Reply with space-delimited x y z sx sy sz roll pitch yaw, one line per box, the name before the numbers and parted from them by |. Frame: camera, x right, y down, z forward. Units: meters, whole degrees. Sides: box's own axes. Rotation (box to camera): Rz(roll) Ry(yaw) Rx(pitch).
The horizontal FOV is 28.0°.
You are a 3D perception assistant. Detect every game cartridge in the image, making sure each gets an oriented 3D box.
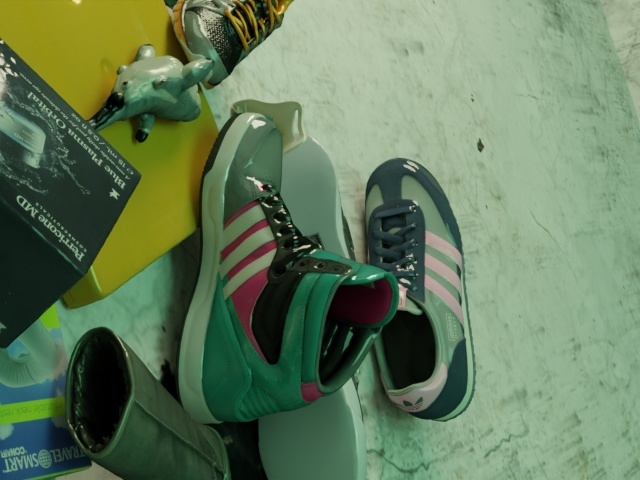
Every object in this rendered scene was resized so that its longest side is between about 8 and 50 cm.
game cartridge | -0.201 -0.138 1.101 0.324 0.052 0.285 68 27 -11

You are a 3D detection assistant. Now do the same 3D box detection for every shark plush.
shark plush | -0.142 -0.114 1.086 0.161 0.073 0.067 -56 155 -63

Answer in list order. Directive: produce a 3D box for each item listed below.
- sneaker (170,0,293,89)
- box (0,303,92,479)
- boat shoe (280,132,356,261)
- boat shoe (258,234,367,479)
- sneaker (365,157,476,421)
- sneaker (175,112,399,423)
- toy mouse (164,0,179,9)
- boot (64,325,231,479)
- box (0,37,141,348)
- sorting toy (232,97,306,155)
sneaker | -0.080 -0.219 1.247 0.215 0.083 0.084 -71 141 -55
box | -0.223 0.105 0.902 0.109 0.042 0.178 1 72 -61
boat shoe | 0.000 0.000 1.355 0.076 0.080 0.228 72 -2 -72
boat shoe | -0.007 0.128 1.230 0.102 0.108 0.301 16 52 -56
sneaker | 0.102 0.045 1.465 0.131 0.112 0.319 19 55 -60
sneaker | -0.018 0.018 1.130 0.124 0.178 0.295 48 44 -61
toy mouse | -0.144 -0.273 1.302 0.143 0.031 0.161 46 35 -39
boot | -0.116 0.184 0.958 0.208 0.076 0.190 69 2 -60
box | -0.223 -0.039 0.882 0.156 0.093 0.158 45 25 -16
sorting toy | -0.049 -0.110 1.326 0.045 0.075 0.083 31 47 -51
